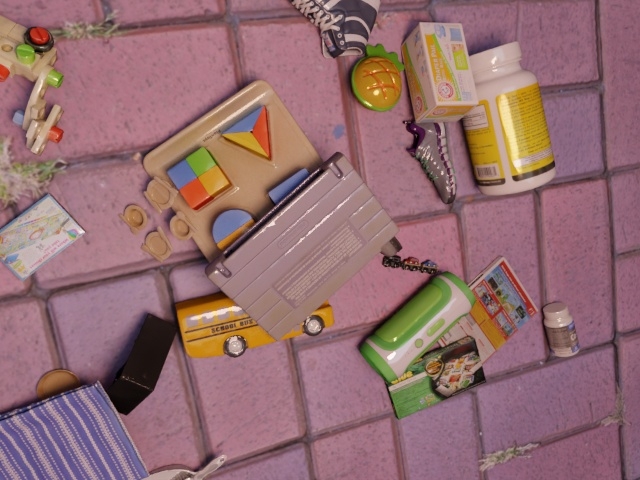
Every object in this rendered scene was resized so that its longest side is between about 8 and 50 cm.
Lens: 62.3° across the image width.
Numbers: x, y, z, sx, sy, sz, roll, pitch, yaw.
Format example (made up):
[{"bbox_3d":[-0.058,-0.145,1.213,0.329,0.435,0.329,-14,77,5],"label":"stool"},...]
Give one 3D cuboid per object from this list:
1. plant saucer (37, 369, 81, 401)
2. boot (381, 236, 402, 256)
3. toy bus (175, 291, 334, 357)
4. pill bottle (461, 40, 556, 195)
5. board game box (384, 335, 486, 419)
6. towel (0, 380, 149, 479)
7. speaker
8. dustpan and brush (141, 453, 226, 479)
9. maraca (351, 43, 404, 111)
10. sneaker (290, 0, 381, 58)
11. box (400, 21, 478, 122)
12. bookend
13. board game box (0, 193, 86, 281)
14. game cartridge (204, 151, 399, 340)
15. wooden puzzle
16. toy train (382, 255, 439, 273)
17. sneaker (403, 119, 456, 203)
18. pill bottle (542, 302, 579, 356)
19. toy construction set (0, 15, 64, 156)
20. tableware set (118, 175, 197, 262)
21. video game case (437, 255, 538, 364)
[{"bbox_3d":[-0.549,0.310,1.115,0.083,0.015,0.083,-3,98,-19],"label":"plant saucer"},{"bbox_3d":[0.000,0.000,1.217,0.338,0.118,0.222,32,89,-6],"label":"boot"},{"bbox_3d":[-0.144,0.169,1.186,0.333,0.108,0.130,-12,98,-16],"label":"toy bus"},{"bbox_3d":[0.442,-0.292,1.280,0.188,0.188,0.334,-21,103,-15],"label":"pill bottle"},{"bbox_3d":[0.299,0.357,1.382,0.260,0.030,0.136,-20,107,-9],"label":"board game box"},{"bbox_3d":[-0.552,0.442,1.071,0.336,0.040,0.243,-21,105,3],"label":"towel"},{"bbox_3d":[0.240,0.211,1.308,0.296,0.131,0.131,-40,107,-10],"label":"speaker"},{"bbox_3d":[-0.303,0.548,1.204,0.211,0.060,0.147,-39,107,-10],"label":"dustpan and brush"},{"bbox_3d":[0.135,-0.376,1.218,0.127,0.099,0.185,27,63,-17],"label":"maraca"},{"bbox_3d":[-0.007,-0.497,1.151,0.282,0.099,0.153,12,91,-22],"label":"sneaker"},{"bbox_3d":[0.273,-0.385,1.226,0.114,0.103,0.203,-7,81,-18],"label":"box"},{"bbox_3d":[-0.387,0.263,1.123,0.072,0.156,0.157,31,43,-19],"label":"bookend"},{"bbox_3d":[-0.570,-0.007,1.062,0.154,0.026,0.103,-40,107,-10],"label":"board game box"},{"bbox_3d":[-0.028,0.019,1.082,0.355,0.068,0.230,-41,123,-2],"label":"game cartridge"},{"bbox_3d":[-0.149,-0.113,1.104,0.322,0.080,0.348,-35,94,-2],"label":"wooden puzzle"},{"bbox_3d":[0.231,0.059,1.341,0.158,0.027,0.036,10,83,-19],"label":"toy train"},{"bbox_3d":[0.265,-0.193,1.300,0.098,0.083,0.223,-12,90,-7],"label":"sneaker"},{"bbox_3d":[0.672,0.249,1.484,0.078,0.078,0.137,-23,104,-15],"label":"pill bottle"},{"bbox_3d":[-0.603,-0.306,0.948,0.328,0.151,0.215,32,62,-27],"label":"toy construction set"},{"bbox_3d":[-0.336,-0.040,1.100,0.169,0.020,0.141,-37,95,26],"label":"tableware set"},{"bbox_3d":[0.439,0.208,1.429,0.285,0.025,0.204,-40,107,-10],"label":"video game case"}]
